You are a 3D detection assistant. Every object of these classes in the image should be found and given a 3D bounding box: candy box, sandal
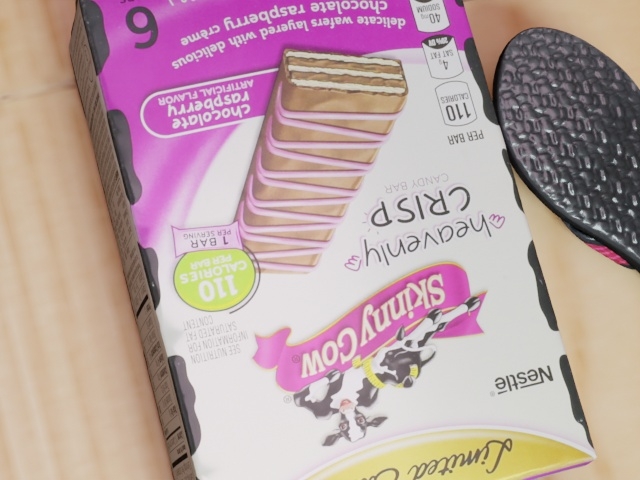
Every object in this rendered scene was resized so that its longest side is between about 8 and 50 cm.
[{"bbox_3d":[0.000,0.000,0.634,0.159,0.071,0.233,-13,80,-14],"label":"candy box"},{"bbox_3d":[0.136,-0.019,0.686,0.179,0.040,0.067,44,78,-13],"label":"sandal"}]
